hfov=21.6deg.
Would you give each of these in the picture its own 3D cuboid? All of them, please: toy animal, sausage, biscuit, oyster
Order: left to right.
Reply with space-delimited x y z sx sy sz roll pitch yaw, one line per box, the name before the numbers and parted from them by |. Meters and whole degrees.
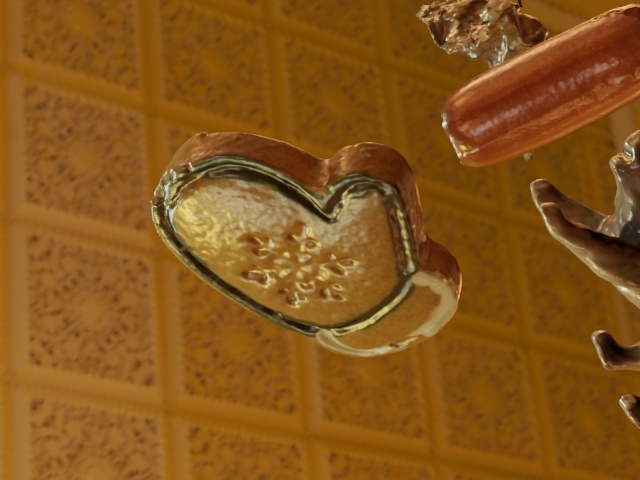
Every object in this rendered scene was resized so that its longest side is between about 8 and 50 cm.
biscuit | 0.000 0.002 1.731 0.343 0.287 0.057 34 -133 -21
oyster | 0.211 -0.195 1.892 0.204 0.111 0.396 55 -177 -12
sausage | 0.183 -0.118 1.272 0.076 0.197 0.076 48 -153 -33
toy animal | 0.453 0.017 2.072 0.194 0.302 0.344 -100 -13 -74
